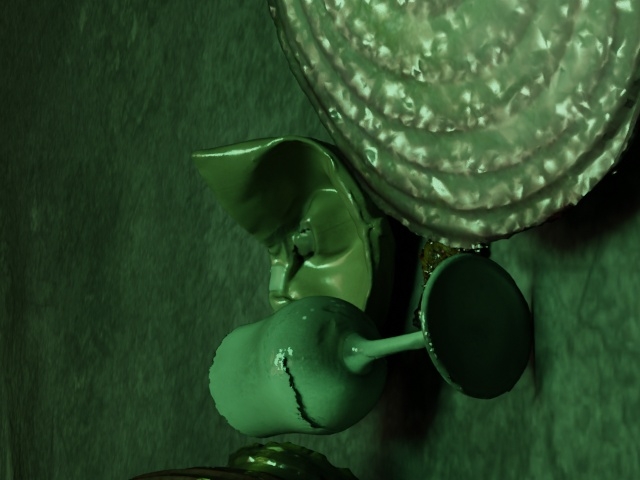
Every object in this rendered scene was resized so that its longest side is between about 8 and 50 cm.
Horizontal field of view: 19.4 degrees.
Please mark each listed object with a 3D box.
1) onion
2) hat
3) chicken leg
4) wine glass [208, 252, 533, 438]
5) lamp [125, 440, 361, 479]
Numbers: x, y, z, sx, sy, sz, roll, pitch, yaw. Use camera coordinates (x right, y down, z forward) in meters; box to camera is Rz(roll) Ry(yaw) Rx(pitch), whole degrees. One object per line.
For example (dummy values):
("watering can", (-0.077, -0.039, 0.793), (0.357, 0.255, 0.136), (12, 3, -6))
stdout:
("onion", (0.098, -0.130, 0.931), (0.250, 0.111, 0.247), (-47, 64, 40))
("hat", (0.000, 0.000, 1.185), (0.166, 0.144, 0.173), (71, -159, -8))
("chicken leg", (0.069, 0.016, 1.055), (0.083, 0.021, 0.036), (-57, 44, 48))
("wine glass", (0.021, 0.063, 1.024), (0.195, 0.079, 0.079), (-18, 68, 50))
("lamp", (-0.049, 0.225, 1.037), (0.247, 0.247, 0.247), (-174, 90, -67))
